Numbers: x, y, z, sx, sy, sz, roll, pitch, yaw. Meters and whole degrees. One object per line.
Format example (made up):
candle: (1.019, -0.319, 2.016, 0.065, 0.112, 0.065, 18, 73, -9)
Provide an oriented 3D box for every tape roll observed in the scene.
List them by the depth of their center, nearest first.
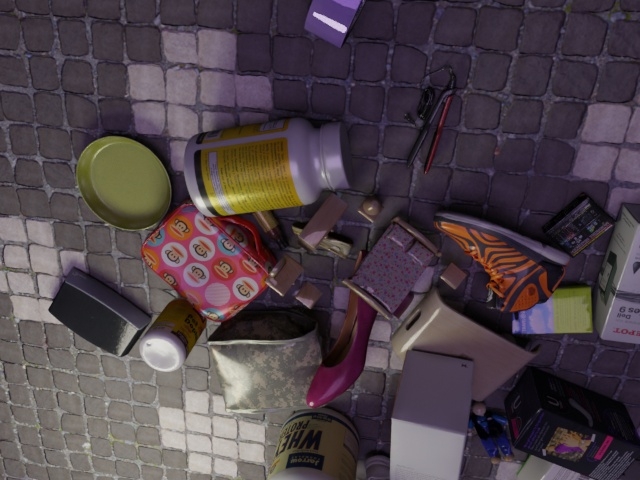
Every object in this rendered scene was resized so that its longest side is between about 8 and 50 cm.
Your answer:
tape roll: (0.047, -0.463, 1.055, 0.080, 0.189, 0.189, 27, 116, -5)

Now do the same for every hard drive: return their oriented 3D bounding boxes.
hard drive: (-0.612, 0.207, 1.557, 0.254, 0.054, 0.172, 36, 115, -8)

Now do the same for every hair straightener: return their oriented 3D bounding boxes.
hair straightener: (0.223, -0.258, 1.201, 0.089, 0.047, 0.231, 17, 117, 1)

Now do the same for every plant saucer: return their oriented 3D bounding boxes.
plant saucer: (-0.472, -0.141, 1.379, 0.240, 0.037, 0.241, 3, 116, 7)

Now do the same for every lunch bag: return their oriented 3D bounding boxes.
lunch bag: (-0.257, 0.032, 1.379, 0.258, 0.120, 0.293, -39, 103, 23)
lunch bag: (-0.114, 0.310, 1.461, 0.286, 0.169, 0.235, -2, 115, 15)

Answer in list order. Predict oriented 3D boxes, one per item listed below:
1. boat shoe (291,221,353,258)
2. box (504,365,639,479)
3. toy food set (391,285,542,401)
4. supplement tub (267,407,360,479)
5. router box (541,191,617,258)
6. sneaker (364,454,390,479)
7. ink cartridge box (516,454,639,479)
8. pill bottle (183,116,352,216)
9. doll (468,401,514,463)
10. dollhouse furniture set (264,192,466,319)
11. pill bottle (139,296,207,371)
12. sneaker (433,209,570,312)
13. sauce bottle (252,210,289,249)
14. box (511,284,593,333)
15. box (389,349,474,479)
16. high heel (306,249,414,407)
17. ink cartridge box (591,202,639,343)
boat shoe: (0.001, -0.001, 1.358, 0.152, 0.056, 0.048, 18, 112, -7)
box: (0.619, 0.459, 1.409, 0.270, 0.165, 0.143, 23, 117, -1)
toy food set: (0.357, 0.258, 1.413, 0.306, 0.092, 0.220, 29, 128, -3)
supplement tub: (-0.022, 0.636, 1.511, 0.235, 0.325, 0.236, 4, 115, 8)
router box: (0.570, -0.033, 1.255, 0.092, 0.038, 0.122, 39, 115, -9)
sneaker: (0.224, 0.763, 1.628, 0.114, 0.152, 0.305, -36, 106, 20)
ink cartridge box: (0.700, 0.652, 1.515, 0.272, 0.115, 0.199, 20, 117, 0)
pill bottle: (-0.106, -0.160, 1.224, 0.333, 0.188, 0.188, -6, 114, 13)
doll: (0.459, 0.509, 1.526, 0.129, 0.046, 0.189, -22, 104, 28)
dollhouse furniture set: (0.109, 0.077, 1.221, 0.355, 0.174, 0.303, 38, 82, 0)
pill bottle: (-0.361, 0.223, 1.433, 0.117, 0.215, 0.117, 4, 116, 8)
sneaker: (0.380, 0.057, 1.258, 0.321, 0.124, 0.180, 22, 97, -1)
sauce bottle: (-0.121, -0.034, 1.369, 0.042, 0.042, 0.128, -25, 110, 19)
box: (0.539, 0.163, 1.332, 0.178, 0.042, 0.109, -3, 92, 12)
box: (0.271, 0.476, 1.403, 0.168, 0.215, 0.346, 8, 128, 15)
high heel: (0.049, 0.208, 1.347, 0.181, 0.127, 0.377, 42, 77, -19)
ink cartridge box: (0.738, 0.082, 1.234, 0.211, 0.121, 0.289, 7, 117, 7)
